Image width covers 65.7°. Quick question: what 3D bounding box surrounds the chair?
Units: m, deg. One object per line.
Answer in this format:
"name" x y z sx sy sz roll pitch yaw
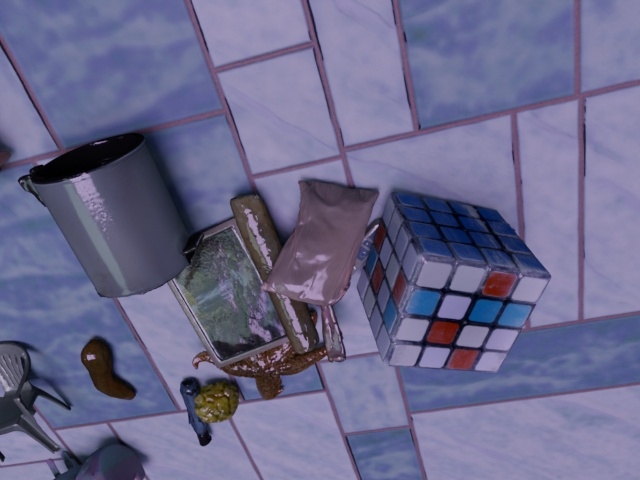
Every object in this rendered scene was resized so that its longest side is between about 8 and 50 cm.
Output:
"chair" -0.835 0.436 1.347 0.203 0.190 0.274 -11 128 9

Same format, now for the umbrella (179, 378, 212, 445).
"umbrella" -0.354 0.494 1.410 0.053 0.052 0.250 0 120 6

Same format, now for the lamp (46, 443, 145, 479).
"lamp" -0.719 0.737 1.508 0.301 0.247 0.247 -40 81 16

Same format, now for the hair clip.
"hair clip" 0.006 0.131 1.134 0.173 0.069 0.300 -9 104 25

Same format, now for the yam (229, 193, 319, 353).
"yam" -0.097 0.072 1.082 0.083 0.083 0.371 -18 103 14

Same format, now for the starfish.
"starfish" -0.137 0.300 1.258 0.375 0.094 0.327 3 119 -4

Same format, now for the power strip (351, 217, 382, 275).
"power strip" 0.092 0.020 1.110 0.047 0.030 0.191 34 117 -15

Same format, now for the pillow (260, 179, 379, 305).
"pillow" 0.000 0.000 1.025 0.173 0.067 0.270 18 87 0

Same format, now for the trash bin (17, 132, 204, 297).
"trash bin" -0.400 -0.051 0.989 0.277 0.217 0.262 -11 120 8

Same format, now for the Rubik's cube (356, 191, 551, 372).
"Rubik's cube" 0.243 0.082 0.991 0.256 0.259 0.253 8 119 -12

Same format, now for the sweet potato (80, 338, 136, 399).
"sweet potato" -0.583 0.361 1.342 0.081 0.062 0.233 -10 123 8

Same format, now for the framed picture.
"framed picture" -0.217 0.129 1.155 0.240 0.020 0.324 -22 103 15

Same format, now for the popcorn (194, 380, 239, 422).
"popcorn" -0.282 0.440 1.351 0.116 0.120 0.106 38 158 9

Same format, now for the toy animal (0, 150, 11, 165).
"toy animal" -0.759 -0.192 0.964 0.166 0.154 0.250 -35 111 31
